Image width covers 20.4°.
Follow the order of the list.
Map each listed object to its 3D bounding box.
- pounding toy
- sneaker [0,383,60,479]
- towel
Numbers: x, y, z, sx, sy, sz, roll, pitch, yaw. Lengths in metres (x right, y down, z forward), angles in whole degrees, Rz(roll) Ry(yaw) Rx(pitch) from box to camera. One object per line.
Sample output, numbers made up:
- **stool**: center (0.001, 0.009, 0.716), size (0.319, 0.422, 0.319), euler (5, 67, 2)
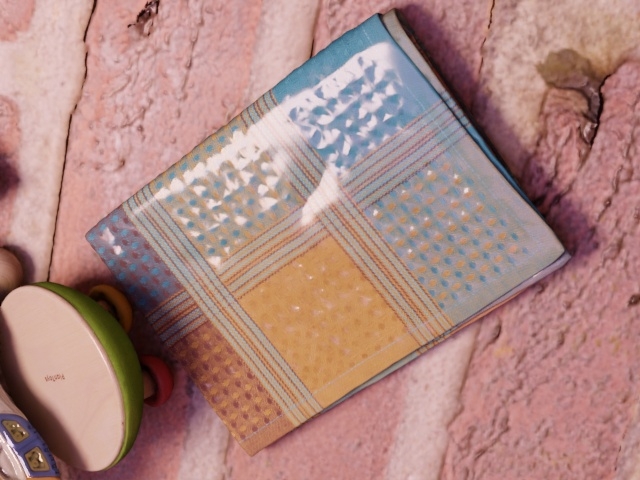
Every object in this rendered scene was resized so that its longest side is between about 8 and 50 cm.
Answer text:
- **pounding toy**: center (-0.220, 0.101, 1.652), size (0.237, 0.110, 0.183), euler (23, 126, 39)
- **sneaker**: center (-0.340, 0.144, 1.636), size (0.112, 0.131, 0.296), euler (-22, 80, -20)
- **towel**: center (0.000, 0.000, 1.582), size (0.370, 0.040, 0.271), euler (-35, 93, 23)
